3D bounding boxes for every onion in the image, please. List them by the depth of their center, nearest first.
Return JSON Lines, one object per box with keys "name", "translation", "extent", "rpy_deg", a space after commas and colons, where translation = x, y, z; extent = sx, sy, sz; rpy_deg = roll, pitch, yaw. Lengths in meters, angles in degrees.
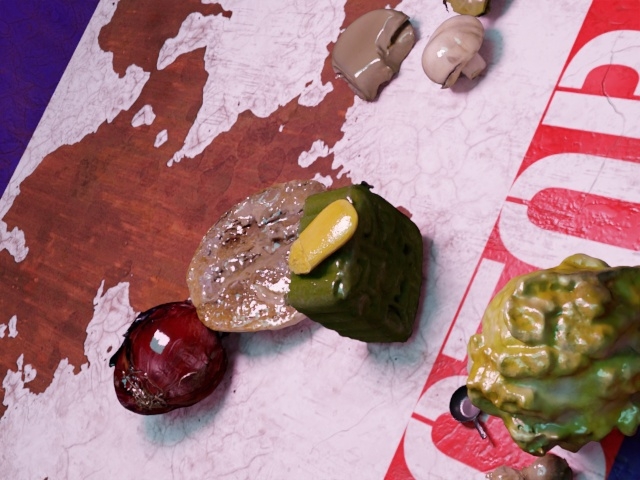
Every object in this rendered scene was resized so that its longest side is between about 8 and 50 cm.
{"name": "onion", "translation": [-0.325, 0.261, 2.288], "extent": [0.281, 0.221, 0.281], "rpy_deg": [-50, 15, 19]}

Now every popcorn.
{"name": "popcorn", "translation": [0.385, 0.164, 1.624], "extent": [0.312, 0.312, 0.312], "rpy_deg": [-22, 53, 34]}

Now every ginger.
{"name": "ginger", "translation": [0.306, 0.400, 1.701], "extent": [0.204, 0.080, 0.104], "rpy_deg": [-43, 77, 18]}

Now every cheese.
{"name": "cheese", "translation": [0.115, -0.417, 2.340], "extent": [0.202, 0.091, 0.175], "rpy_deg": [-47, 45, 13]}

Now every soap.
{"name": "soap", "translation": [0.000, 0.000, 1.878], "extent": [0.168, 0.033, 0.089], "rpy_deg": [-46, 42, 16]}

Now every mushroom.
{"name": "mushroom", "translation": [0.272, -0.374, 2.152], "extent": [0.154, 0.122, 0.154], "rpy_deg": [-56, 4, 6]}

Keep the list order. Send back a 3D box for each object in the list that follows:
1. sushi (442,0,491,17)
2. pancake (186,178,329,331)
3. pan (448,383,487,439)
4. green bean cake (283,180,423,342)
{"name": "sushi", "translation": [0.355, -0.580, 2.190], "extent": [0.139, 0.131, 0.291], "rpy_deg": [19, 73, 24]}
{"name": "pancake", "translation": [-0.109, 0.037, 2.262], "extent": [0.386, 0.082, 0.387], "rpy_deg": [-17, 48, 20]}
{"name": "pan", "translation": [0.261, 0.297, 1.840], "extent": [0.068, 0.023, 0.115], "rpy_deg": [-42, 42, 17]}
{"name": "green bean cake", "translation": [0.076, 0.048, 1.991], "extent": [0.156, 0.249, 0.247], "rpy_deg": [-9, 60, 41]}
